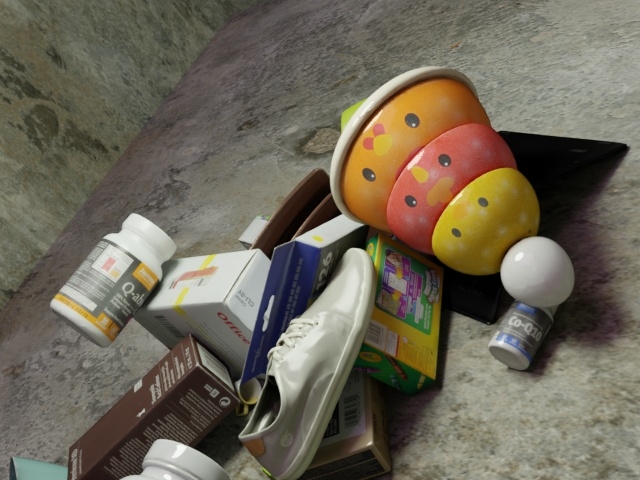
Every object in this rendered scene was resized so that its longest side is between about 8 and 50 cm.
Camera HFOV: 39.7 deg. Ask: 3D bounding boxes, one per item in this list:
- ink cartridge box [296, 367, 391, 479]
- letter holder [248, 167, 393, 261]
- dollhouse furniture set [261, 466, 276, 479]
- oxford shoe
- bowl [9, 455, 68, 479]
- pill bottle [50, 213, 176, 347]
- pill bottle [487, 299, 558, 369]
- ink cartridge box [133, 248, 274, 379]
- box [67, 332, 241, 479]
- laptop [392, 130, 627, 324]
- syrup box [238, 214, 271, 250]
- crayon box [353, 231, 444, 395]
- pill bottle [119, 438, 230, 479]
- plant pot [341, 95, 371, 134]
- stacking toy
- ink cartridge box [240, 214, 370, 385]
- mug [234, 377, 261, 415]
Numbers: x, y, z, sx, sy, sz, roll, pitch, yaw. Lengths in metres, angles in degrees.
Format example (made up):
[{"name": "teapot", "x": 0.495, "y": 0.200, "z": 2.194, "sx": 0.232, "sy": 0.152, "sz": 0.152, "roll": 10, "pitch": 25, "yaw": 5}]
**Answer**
[{"name": "ink cartridge box", "x": 0.025, "y": 0.344, "z": 1.662, "sx": 0.193, "sy": 0.088, "sz": 0.234, "roll": -22, "pitch": 34, "yaw": 15}, {"name": "letter holder", "x": 0.000, "y": 0.000, "z": 2.050, "sx": 0.302, "sy": 0.214, "sz": 0.152, "roll": -52, "pitch": 30, "yaw": -17}, {"name": "dollhouse furniture set", "x": -0.059, "y": 0.448, "z": 1.724, "sx": 0.076, "sy": 0.058, "sz": 0.152, "roll": -44, "pitch": 47, "yaw": -18}, {"name": "oxford shoe", "x": -0.019, "y": 0.199, "z": 1.586, "sx": 0.169, "sy": 0.130, "sz": 0.449, "roll": -30, "pitch": 34, "yaw": 64}, {"name": "bowl", "x": -0.580, "y": 0.617, "z": 1.926, "sx": 0.311, "sy": 0.163, "sz": 0.311, "roll": 179, "pitch": 90, "yaw": -67}, {"name": "pill bottle", "x": -0.456, "y": 0.086, "z": 1.978, "sx": 0.278, "sy": 0.162, "sz": 0.162, "roll": -54, "pitch": 30, "yaw": -17}, {"name": "pill bottle", "x": 0.357, "y": 0.149, "z": 1.546, "sx": 0.078, "sy": 0.078, "sz": 0.137, "roll": 5, "pitch": 54, "yaw": 54}, {"name": "ink cartridge box", "x": -0.211, "y": 0.176, "z": 2.015, "sx": 0.385, "sy": 0.279, "sz": 0.160, "roll": -7, "pitch": 43, "yaw": 47}, {"name": "box", "x": -0.362, "y": 0.397, "z": 1.903, "sx": 0.381, "sy": 0.143, "sz": 0.191, "roll": -45, "pitch": 21, "yaw": 1}, {"name": "laptop", "x": 0.370, "y": -0.052, "z": 1.864, "sx": 0.408, "sy": 0.236, "sz": 0.382, "roll": -23, "pitch": 21, "yaw": -24}, {"name": "syrup box", "x": -0.105, "y": 0.007, "z": 2.298, "sx": 0.096, "sy": 0.093, "sz": 0.237, "roll": -52, "pitch": 30, "yaw": -17}, {"name": "crayon box", "x": 0.143, "y": 0.137, "z": 1.707, "sx": 0.081, "sy": 0.165, "sz": 0.278, "roll": -43, "pitch": 26, "yaw": 42}, {"name": "pill bottle", "x": -0.336, "y": 0.594, "z": 1.660, "sx": 0.229, "sy": 0.229, "sz": 0.407, "roll": -9, "pitch": 43, "yaw": 45}, {"name": "plant pot", "x": 0.187, "y": -0.209, "z": 2.098, "sx": 0.228, "sy": 0.227, "sz": 0.207, "roll": -21, "pitch": 41, "yaw": 33}, {"name": "stacking toy", "x": 0.276, "y": -0.061, "z": 1.585, "sx": 0.350, "sy": 0.350, "sz": 0.480, "roll": -43, "pitch": 54, "yaw": -1}, {"name": "ink cartridge box", "x": -0.021, "y": 0.118, "z": 1.750, "sx": 0.072, "sy": 0.303, "sz": 0.307, "roll": 24, "pitch": 25, "yaw": 19}, {"name": "mug", "x": -0.178, "y": 0.343, "z": 1.977, "sx": 0.064, "sy": 0.062, "sz": 0.078, "roll": -22, "pitch": 27, "yaw": 47}]
